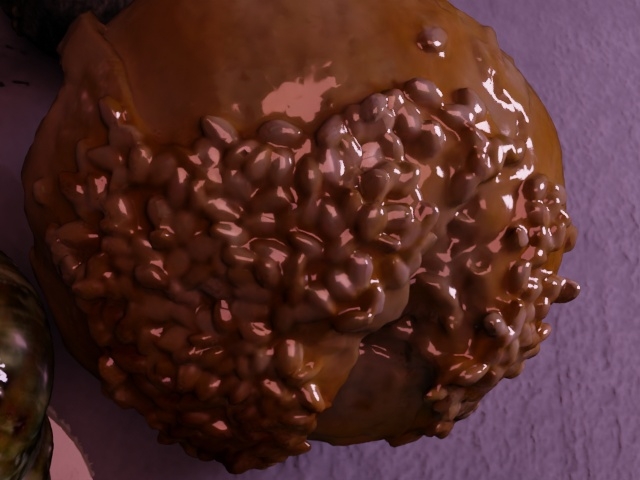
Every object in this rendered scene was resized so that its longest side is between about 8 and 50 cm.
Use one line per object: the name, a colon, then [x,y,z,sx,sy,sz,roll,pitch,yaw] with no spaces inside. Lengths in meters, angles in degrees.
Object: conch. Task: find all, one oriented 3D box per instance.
conch: [-0.217,0.074,0.461,0.124,0.187,0.182,-15,85,-63]

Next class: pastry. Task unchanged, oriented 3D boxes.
pastry: [0.000,0.000,0.487,0.315,0.184,0.284,20,110,-27]

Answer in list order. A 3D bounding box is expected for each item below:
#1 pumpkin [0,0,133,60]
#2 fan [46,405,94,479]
pumpkin: [-0.104,-0.197,0.548,0.211,0.152,0.212,4,74,-15]
fan: [-0.161,0.201,0.524,0.329,0.009,0.191,31,69,-13]
